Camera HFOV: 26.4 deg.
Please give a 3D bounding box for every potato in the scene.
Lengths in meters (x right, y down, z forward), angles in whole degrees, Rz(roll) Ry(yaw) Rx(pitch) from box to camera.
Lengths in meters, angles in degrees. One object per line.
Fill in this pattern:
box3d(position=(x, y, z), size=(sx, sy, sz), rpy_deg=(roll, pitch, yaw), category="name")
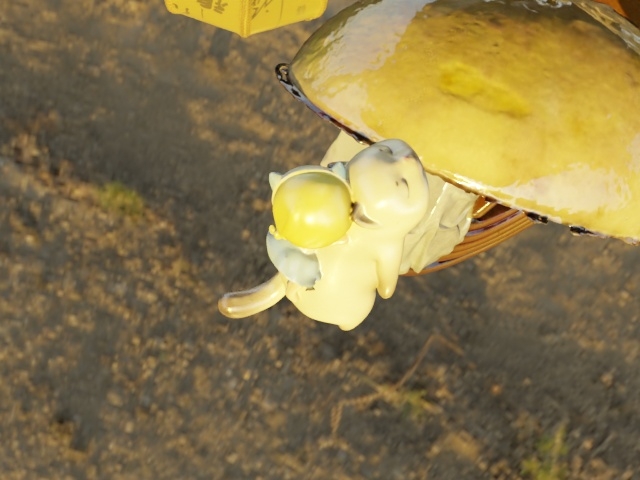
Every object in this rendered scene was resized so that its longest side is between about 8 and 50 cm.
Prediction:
box3d(position=(0.120, -0.076, 0.718), size=(0.261, 0.100, 0.120), rpy_deg=(17, 21, -20), category="potato")

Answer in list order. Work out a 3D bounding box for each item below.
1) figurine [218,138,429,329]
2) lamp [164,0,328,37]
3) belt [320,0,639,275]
box3d(position=(0.000, 0.000, 0.468), size=(0.050, 0.083, 0.047), rpy_deg=(-9, 53, -33), category="figurine")
box3d(position=(-0.048, -0.232, 0.888), size=(0.161, 0.185, 0.161), rpy_deg=(1, 58, -2), category="lamp")
box3d(position=(0.164, -0.109, 1.029), size=(0.122, 0.338, 0.217), rpy_deg=(58, 13, 23), category="belt")
